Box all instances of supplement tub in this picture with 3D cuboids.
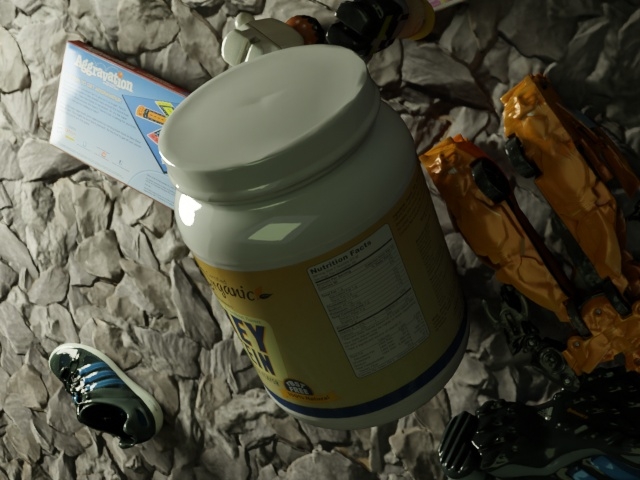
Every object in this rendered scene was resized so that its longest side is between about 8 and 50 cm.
[{"bbox_3d":[0.000,0.000,0.858,0.228,0.228,0.316,-1,131,30],"label":"supplement tub"}]

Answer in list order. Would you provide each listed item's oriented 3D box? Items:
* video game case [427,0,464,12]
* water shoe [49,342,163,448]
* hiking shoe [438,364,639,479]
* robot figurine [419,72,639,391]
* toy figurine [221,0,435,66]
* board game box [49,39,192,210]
[{"bbox_3d":[0.094,-0.288,0.916,0.087,0.011,0.122,-14,95,32],"label":"video game case"},{"bbox_3d":[-0.308,0.207,1.236,0.203,0.080,0.073,27,114,21],"label":"water shoe"},{"bbox_3d":[0.277,0.210,0.907,0.304,0.113,0.132,-14,126,26],"label":"hiking shoe"},{"bbox_3d":[0.235,-0.003,0.868,0.211,0.085,0.291,-36,83,32],"label":"robot figurine"},{"bbox_3d":[-0.006,-0.272,0.898,0.213,0.148,0.209,-8,105,36],"label":"toy figurine"},{"bbox_3d":[-0.217,-0.133,1.127,0.281,0.027,0.145,27,116,21],"label":"board game box"}]
